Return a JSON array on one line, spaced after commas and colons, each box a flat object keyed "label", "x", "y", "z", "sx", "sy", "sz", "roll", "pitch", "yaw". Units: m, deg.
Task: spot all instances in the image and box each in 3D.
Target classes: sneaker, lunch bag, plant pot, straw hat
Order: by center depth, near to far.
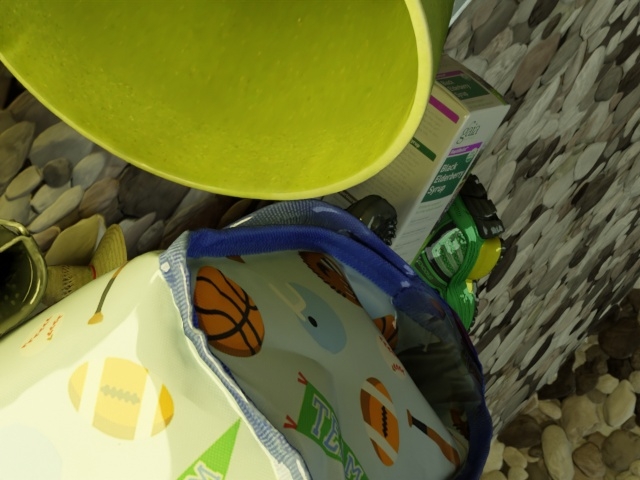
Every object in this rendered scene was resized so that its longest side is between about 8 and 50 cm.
[{"label": "plant pot", "x": -0.020, "y": -0.221, "z": 0.919, "sx": 0.274, "sy": 0.275, "sz": 0.293, "roll": 103, "pitch": 11, "yaw": -52}, {"label": "lunch bag", "x": -0.092, "y": 0.137, "z": 0.952, "sx": 0.328, "sy": 0.239, "sz": 0.385, "roll": -30, "pitch": 172, "yaw": 19}, {"label": "straw hat", "x": -0.201, "y": 0.052, "z": 1.282, "sx": 0.061, "sy": 0.144, "sz": 0.144, "roll": 7, "pitch": 130, "yaw": -21}, {"label": "sneaker", "x": 0.000, "y": 0.000, "z": 1.554, "sx": 0.078, "sy": 0.106, "sz": 0.234, "roll": -41, "pitch": 173, "yaw": -24}, {"label": "sneaker", "x": 0.102, "y": 0.038, "z": 1.883, "sx": 0.146, "sy": 0.134, "sz": 0.343, "roll": -17, "pitch": 155, "yaw": -14}]

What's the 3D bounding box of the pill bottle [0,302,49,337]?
[{"label": "pill bottle", "x": -0.282, "y": 0.178, "z": 1.197, "sx": 0.278, "sy": 0.162, "sz": 0.162, "roll": -54, "pitch": 160, "yaw": 13}]

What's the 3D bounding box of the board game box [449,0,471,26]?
[{"label": "board game box", "x": 0.038, "y": -0.234, "z": 1.308, "sx": 0.390, "sy": 0.050, "sz": 0.390, "roll": -50, "pitch": 160, "yaw": -1}]

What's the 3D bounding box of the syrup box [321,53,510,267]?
[{"label": "syrup box", "x": 0.084, "y": -0.067, "z": 1.648, "sx": 0.093, "sy": 0.096, "sz": 0.237, "roll": -18, "pitch": 144, "yaw": -56}]

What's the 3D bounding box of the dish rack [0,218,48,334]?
[{"label": "dish rack", "x": -0.277, "y": -0.034, "z": 0.748, "sx": 0.208, "sy": 0.074, "sz": 0.271, "roll": -34, "pitch": 121, "yaw": -16}]
